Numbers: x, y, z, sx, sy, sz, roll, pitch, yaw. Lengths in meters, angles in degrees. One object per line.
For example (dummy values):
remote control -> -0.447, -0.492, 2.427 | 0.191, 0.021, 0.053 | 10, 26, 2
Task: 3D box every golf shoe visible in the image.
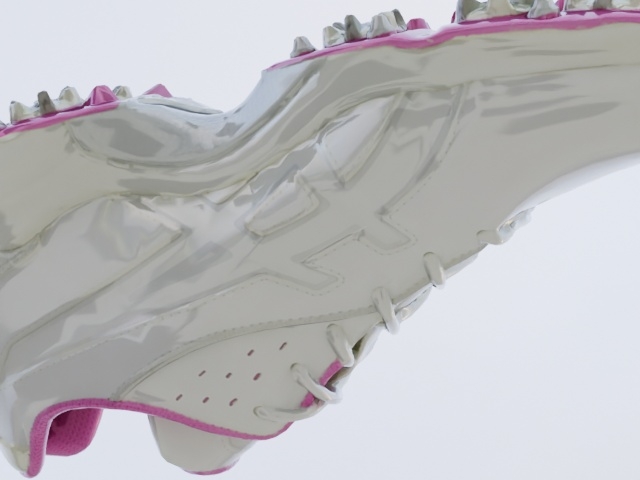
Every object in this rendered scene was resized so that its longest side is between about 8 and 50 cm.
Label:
golf shoe -> 0.000, 0.000, 0.509 | 0.306, 0.115, 0.140 | -11, -89, 25
